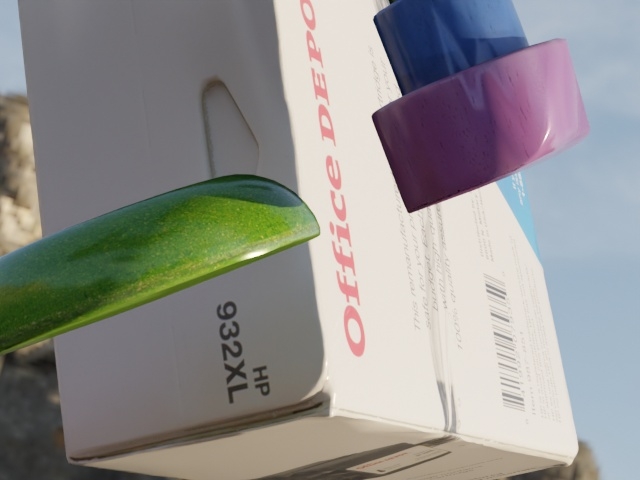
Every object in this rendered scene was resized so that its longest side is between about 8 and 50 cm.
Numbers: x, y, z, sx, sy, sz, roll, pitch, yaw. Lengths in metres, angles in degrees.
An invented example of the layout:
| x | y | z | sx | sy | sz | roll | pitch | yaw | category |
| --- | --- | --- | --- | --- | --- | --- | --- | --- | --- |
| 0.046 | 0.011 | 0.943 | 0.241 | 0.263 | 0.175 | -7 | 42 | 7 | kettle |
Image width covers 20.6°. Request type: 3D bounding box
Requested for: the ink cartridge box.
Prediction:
| x | y | z | sx | sy | sz | roll | pitch | yaw | category |
| --- | --- | --- | --- | --- | --- | --- | --- | --- | --- |
| 0.000 | 0.000 | 0.843 | 0.129 | 0.223 | 0.307 | -15 | -16 | 23 | ink cartridge box |

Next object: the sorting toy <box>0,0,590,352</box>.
| x | y | z | sx | sy | sz | roll | pitch | yaw | category |
| --- | --- | --- | --- | --- | --- | --- | --- | --- | --- |
| -0.101 | -0.025 | 0.581 | 0.365 | 0.126 | 0.127 | -21 | -1 | 14 | sorting toy |
